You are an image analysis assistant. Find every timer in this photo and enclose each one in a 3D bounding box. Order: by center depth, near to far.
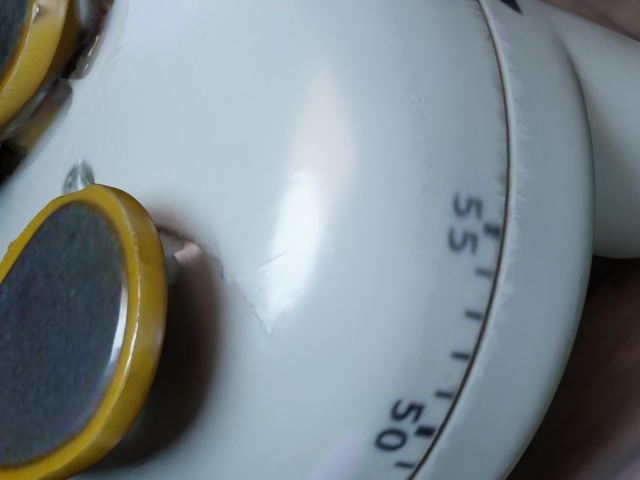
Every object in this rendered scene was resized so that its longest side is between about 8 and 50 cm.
[{"bbox_3d":[0.000,0.000,0.516,0.233,0.240,0.233,-19,66,48],"label":"timer"}]
